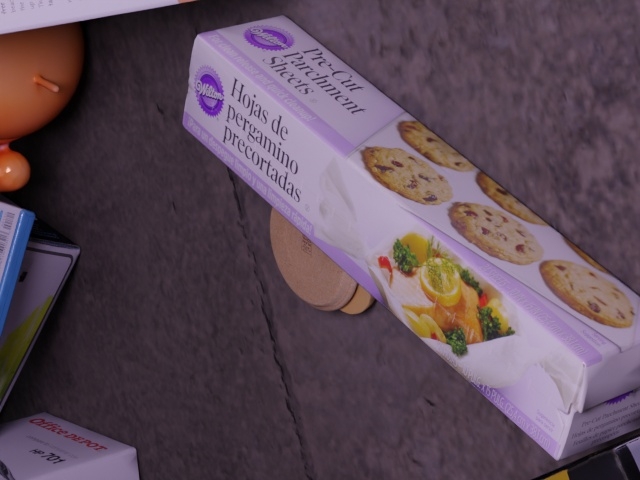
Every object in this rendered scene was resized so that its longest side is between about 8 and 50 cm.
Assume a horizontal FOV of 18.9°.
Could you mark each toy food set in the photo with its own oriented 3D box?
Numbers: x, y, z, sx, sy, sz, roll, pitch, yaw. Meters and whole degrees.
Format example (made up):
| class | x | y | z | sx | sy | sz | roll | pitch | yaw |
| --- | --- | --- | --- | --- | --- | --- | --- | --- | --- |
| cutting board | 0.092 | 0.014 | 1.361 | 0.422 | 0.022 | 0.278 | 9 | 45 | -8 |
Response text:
| class | x | y | z | sx | sy | sz | roll | pitch | yaw |
| --- | --- | --- | --- | --- | --- | --- | --- | --- | --- |
| toy food set | 0.000 | 0.000 | 1.097 | 0.083 | 0.020 | 0.082 | 12 | 113 | 53 |

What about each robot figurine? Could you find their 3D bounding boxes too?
| class | x | y | z | sx | sy | sz | roll | pitch | yaw |
| --- | --- | --- | --- | --- | --- | --- | --- | --- | --- |
| robot figurine | -0.240 | -0.122 | 1.287 | 0.219 | 0.128 | 0.158 | -11 | 57 | 56 |

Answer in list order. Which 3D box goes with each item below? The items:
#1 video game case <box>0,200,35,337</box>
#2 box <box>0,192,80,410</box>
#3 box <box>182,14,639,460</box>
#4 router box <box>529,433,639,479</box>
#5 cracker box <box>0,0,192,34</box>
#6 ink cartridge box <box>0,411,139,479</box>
| class | x | y | z | sx | sy | sz | roll | pitch | yaw |
| --- | --- | --- | --- | --- | --- | --- | --- | --- | --- |
| video game case | -0.273 | 0.017 | 1.305 | 0.166 | 0.015 | 0.119 | 17 | 92 | 31 |
| box | -0.329 | 0.007 | 1.401 | 0.290 | 0.087 | 0.169 | 31 | 99 | 31 |
| box | 0.045 | -0.012 | 0.990 | 0.324 | 0.067 | 0.063 | 43 | 134 | 38 |
| router box | 0.159 | 0.260 | 0.928 | 0.243 | 0.081 | 0.309 | -38 | 73 | 54 |
| cracker box | -0.149 | -0.200 | 1.075 | 0.232 | 0.067 | 0.155 | -7 | 100 | 17 |
| ink cartridge box | -0.240 | 0.192 | 1.363 | 0.139 | 0.191 | 0.082 | 11 | 111 | 52 |
